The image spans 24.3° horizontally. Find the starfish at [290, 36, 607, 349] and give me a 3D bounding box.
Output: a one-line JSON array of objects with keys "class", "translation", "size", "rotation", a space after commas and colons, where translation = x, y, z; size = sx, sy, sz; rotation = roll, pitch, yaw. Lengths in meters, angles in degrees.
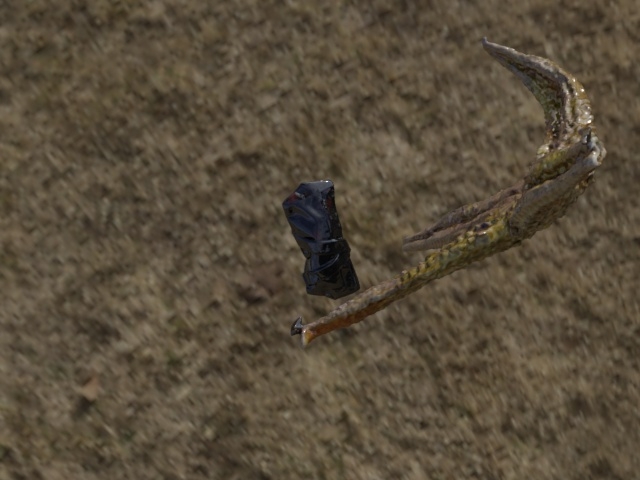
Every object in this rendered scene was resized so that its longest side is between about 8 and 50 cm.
[{"class": "starfish", "translation": [0.153, -0.050, 1.407], "size": [0.384, 0.132, 0.398], "rotation": [-35, 18, 31]}]

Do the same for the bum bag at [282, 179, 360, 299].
[{"class": "bum bag", "translation": [0.000, 0.000, 1.480], "size": [0.058, 0.124, 0.034], "rotation": [-18, 10, -3]}]
